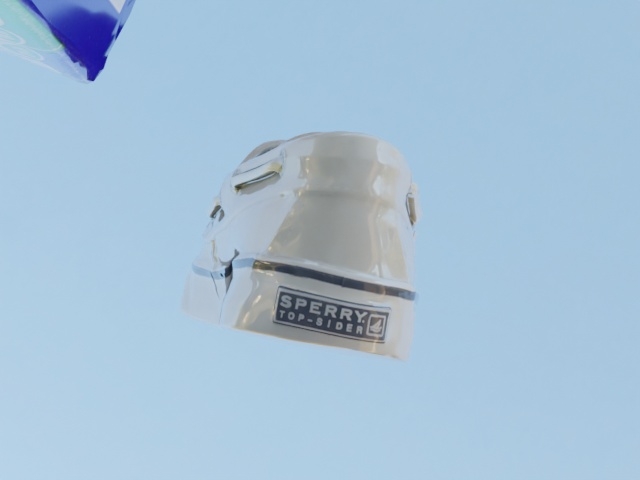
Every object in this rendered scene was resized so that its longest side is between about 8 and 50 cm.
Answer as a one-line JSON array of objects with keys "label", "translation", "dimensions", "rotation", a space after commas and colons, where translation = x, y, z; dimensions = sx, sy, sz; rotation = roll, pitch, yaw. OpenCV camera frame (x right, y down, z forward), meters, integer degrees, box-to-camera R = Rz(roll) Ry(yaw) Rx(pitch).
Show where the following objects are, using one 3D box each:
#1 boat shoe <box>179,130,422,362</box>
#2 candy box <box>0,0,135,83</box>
[{"label": "boat shoe", "translation": [0.000, 0.000, 0.732], "dimensions": [0.095, 0.258, 0.084], "rotation": [11, -92, -11]}, {"label": "candy box", "translation": [-0.178, -0.149, 0.286], "dimensions": [0.317, 0.268, 0.122], "rotation": [23, -92, 3]}]
